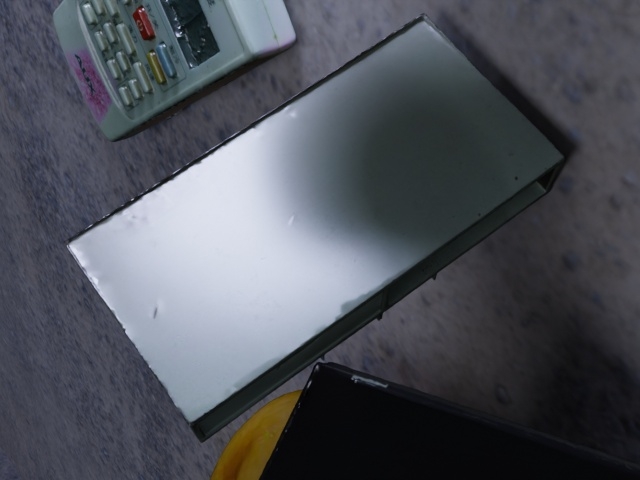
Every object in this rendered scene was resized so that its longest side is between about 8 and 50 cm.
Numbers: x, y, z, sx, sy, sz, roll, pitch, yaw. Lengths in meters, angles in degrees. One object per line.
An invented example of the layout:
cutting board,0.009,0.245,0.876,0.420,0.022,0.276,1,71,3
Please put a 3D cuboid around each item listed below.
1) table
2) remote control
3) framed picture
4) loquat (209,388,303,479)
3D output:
table,0.000,0.000,0.515,0.122,0.240,0.111,51,166,20
remote control,-0.141,-0.180,0.759,0.344,0.050,0.145,-12,104,59
framed picture,0.060,0.230,0.558,0.255,0.014,0.339,19,123,-7
loquat,0.012,0.213,0.684,0.208,0.208,0.208,37,142,37
